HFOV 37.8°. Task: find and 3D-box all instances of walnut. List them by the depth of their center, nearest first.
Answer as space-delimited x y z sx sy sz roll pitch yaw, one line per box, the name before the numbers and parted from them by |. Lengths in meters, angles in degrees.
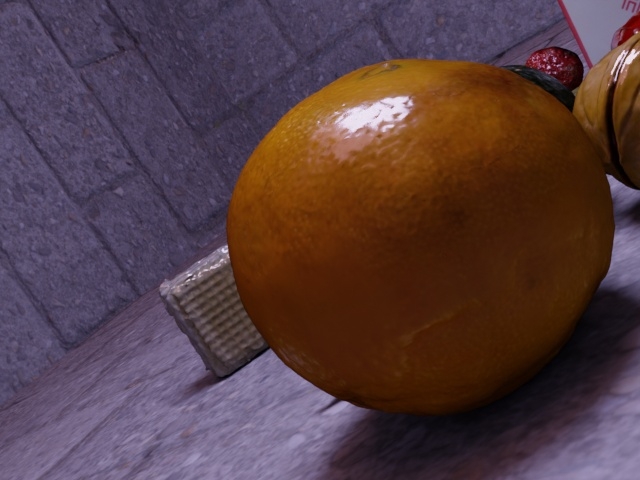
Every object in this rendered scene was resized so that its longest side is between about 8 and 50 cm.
walnut | 0.290 -0.113 0.769 0.180 0.144 0.144 -42 10 -19

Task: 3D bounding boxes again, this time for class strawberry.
strawberry | 0.382 -0.270 1.548 0.106 0.106 0.106 -32 8 5

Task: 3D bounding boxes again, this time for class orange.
orange | 0.067 -0.007 0.648 0.261 0.261 0.261 -32 8 5

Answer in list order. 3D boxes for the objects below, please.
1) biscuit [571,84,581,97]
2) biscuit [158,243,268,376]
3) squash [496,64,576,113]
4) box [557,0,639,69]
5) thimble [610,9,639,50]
biscuit | 0.413 -0.225 1.409 0.144 0.016 0.203 -34 7 -12
biscuit | 0.000 0.000 1.206 0.426 0.144 0.078 -36 9 -15
squash | 0.172 -0.073 0.881 0.156 0.193 0.193 6 22 17
box | 0.492 -0.436 1.256 0.312 0.314 0.300 -20 12 44
thimble | 0.383 -0.187 0.898 0.189 0.125 0.163 -25 14 45
